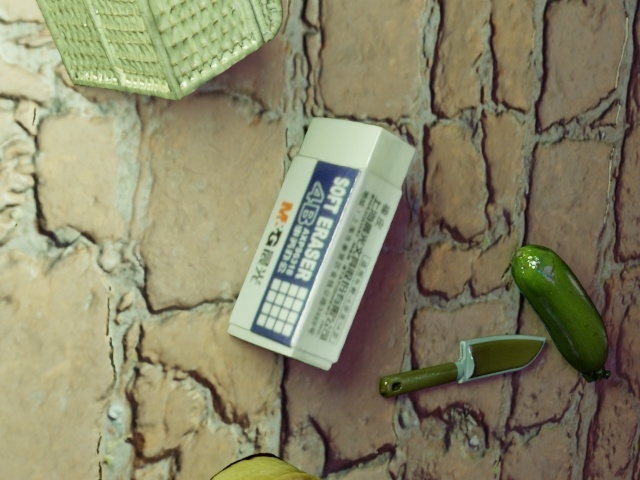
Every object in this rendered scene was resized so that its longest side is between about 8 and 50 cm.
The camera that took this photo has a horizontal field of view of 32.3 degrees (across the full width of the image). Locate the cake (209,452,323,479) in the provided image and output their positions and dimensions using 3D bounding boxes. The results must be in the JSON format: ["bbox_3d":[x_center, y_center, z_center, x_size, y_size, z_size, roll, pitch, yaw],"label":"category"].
[{"bbox_3d":[-0.042,0.360,1.296,0.208,0.178,0.185,-18,111,-41],"label":"cake"}]

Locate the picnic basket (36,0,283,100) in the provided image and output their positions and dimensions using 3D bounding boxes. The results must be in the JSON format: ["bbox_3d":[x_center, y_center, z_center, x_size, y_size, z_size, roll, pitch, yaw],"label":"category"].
[{"bbox_3d":[-0.152,-0.231,1.043,0.154,0.196,0.134,-37,121,-30],"label":"picnic basket"}]

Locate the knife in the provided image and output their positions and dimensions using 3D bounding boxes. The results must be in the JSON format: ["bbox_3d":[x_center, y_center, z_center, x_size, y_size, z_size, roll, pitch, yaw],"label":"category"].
[{"bbox_3d":[0.213,0.172,1.573,0.343,0.027,0.061,-5,99,-41],"label":"knife"}]

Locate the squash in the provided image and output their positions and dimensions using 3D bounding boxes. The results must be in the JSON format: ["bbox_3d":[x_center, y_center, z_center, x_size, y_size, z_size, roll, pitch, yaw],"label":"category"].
[{"bbox_3d":[0.376,0.120,1.668,0.087,0.087,0.331,-52,130,-20],"label":"squash"}]

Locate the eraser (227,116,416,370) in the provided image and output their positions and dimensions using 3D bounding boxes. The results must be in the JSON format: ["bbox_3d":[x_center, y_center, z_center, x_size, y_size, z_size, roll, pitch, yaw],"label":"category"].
[{"bbox_3d":[0.000,0.000,1.279,0.081,0.124,0.279,27,82,-42],"label":"eraser"}]
